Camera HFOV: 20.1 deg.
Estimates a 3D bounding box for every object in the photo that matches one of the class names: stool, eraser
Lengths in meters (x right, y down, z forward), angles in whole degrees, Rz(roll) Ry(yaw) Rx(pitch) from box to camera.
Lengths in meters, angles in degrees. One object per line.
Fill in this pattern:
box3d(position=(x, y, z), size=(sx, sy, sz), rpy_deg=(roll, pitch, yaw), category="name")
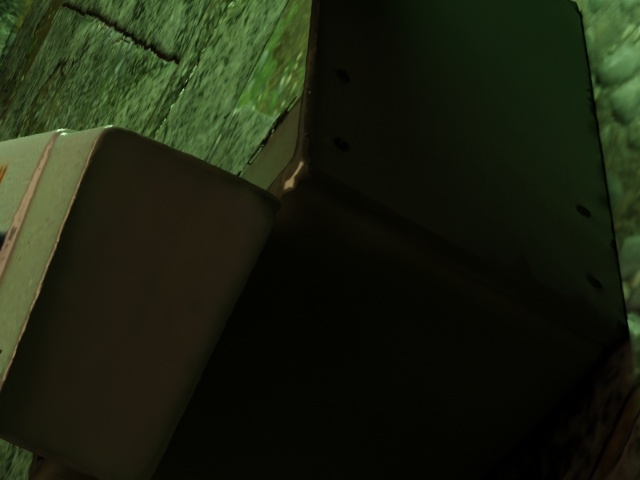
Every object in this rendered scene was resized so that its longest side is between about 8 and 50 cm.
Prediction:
box3d(position=(0.000, 0.000, 0.893), size=(0.243, 0.170, 0.270), rpy_deg=(-48, 24, 33), category="stool")
box3d(position=(-0.118, 0.024, 0.778), size=(0.130, 0.086, 0.287), rpy_deg=(-67, 20, -7), category="eraser")
